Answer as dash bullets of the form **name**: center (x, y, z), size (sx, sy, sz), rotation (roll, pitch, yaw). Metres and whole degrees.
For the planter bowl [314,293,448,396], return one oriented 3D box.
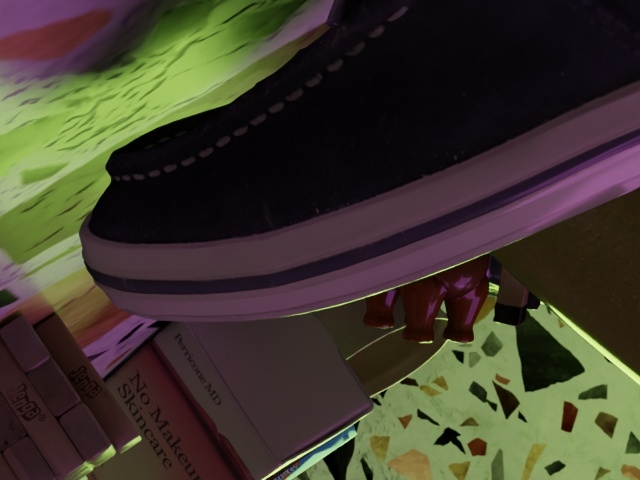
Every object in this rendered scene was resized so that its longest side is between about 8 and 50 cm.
- **planter bowl**: center (0.036, 0.079, 1.459), size (0.162, 0.109, 0.162), rotation (-25, 158, -11)

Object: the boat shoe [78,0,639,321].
- **boat shoe**: center (0.100, -0.104, 0.452), size (0.500, 0.156, 0.187), rotation (-25, -174, 38)

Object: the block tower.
- **block tower**: center (-0.265, 0.163, 0.806), size (0.335, 0.091, 0.097), rotation (-33, 174, -11)

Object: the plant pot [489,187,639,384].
- **plant pot**: center (0.198, -0.039, 0.717), size (0.275, 0.293, 0.275), rotation (-34, 173, -5)

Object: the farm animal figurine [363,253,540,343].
- **farm animal figurine**: center (0.192, -0.021, 0.960), size (0.330, 0.172, 0.327), rotation (6, -174, -3)

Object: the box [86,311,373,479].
- **box**: center (-0.094, 0.149, 1.248), size (0.127, 0.148, 0.232), rotation (-26, 168, -45)

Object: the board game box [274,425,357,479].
- **board game box**: center (-0.093, 0.197, 1.534), size (0.210, 0.160, 0.047), rotation (-32, 142, -10)

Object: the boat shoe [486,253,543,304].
- **boat shoe**: center (0.117, -0.007, 1.324), size (0.119, 0.121, 0.335), rotation (8, 179, -13)
